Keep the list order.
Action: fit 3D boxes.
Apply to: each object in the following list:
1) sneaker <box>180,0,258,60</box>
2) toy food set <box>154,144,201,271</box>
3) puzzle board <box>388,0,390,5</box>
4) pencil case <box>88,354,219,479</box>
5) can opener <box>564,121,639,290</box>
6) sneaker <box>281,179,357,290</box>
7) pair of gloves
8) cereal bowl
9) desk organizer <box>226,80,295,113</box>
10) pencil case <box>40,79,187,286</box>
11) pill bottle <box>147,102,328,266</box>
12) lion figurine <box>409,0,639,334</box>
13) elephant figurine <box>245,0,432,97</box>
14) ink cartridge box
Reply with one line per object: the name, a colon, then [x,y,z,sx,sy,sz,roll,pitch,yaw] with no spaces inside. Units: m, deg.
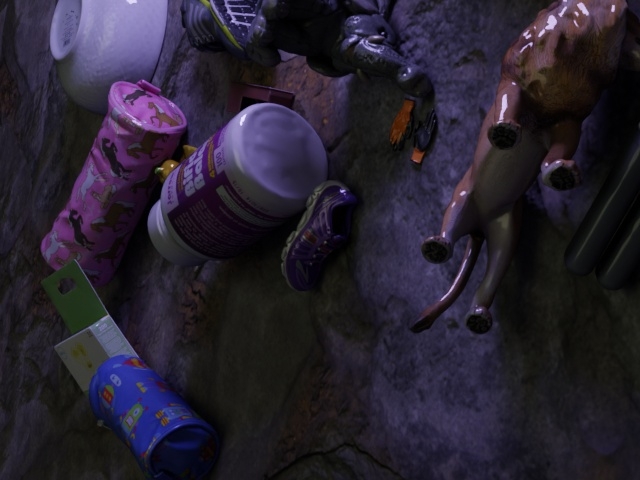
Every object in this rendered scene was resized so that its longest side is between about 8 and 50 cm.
sneaker: [-0.160,-0.358,1.836,0.300,0.111,0.121,-123,43,-51]
toy food set: [-0.238,-0.069,1.883,0.128,0.071,0.217,-51,44,35]
puzzle board: [0.086,-0.376,1.555,0.096,0.011,0.128,50,123,46]
pencil case: [-0.285,0.296,1.813,0.133,0.119,0.306,-55,35,-6]
can opener: [0.334,-0.083,1.095,0.093,0.074,0.280,-75,9,-73]
sneaker: [0.000,0.000,1.538,0.071,0.068,0.169,39,115,41]
pair of gloves: [0.120,-0.145,1.448,0.083,0.010,0.074,36,111,51]
cereal bowl: [-0.444,-0.422,2.206,0.339,0.141,0.338,-19,66,51]
desk organizer: [-0.097,-0.219,1.744,0.130,0.047,0.050,20,101,55]
pencil case: [-0.379,-0.101,2.020,0.167,0.160,0.386,43,120,24]
pill bottle: [-0.136,-0.069,1.654,0.301,0.169,0.169,-33,56,46]
lion figurine: [0.209,-0.087,1.191,0.392,0.142,0.240,-57,6,40]
elephant figurine: [0.029,-0.281,1.500,0.169,0.239,0.186,134,152,-66]
ink cartridge box: [-0.436,0.166,2.014,0.171,0.056,0.235,-26,99,50]
